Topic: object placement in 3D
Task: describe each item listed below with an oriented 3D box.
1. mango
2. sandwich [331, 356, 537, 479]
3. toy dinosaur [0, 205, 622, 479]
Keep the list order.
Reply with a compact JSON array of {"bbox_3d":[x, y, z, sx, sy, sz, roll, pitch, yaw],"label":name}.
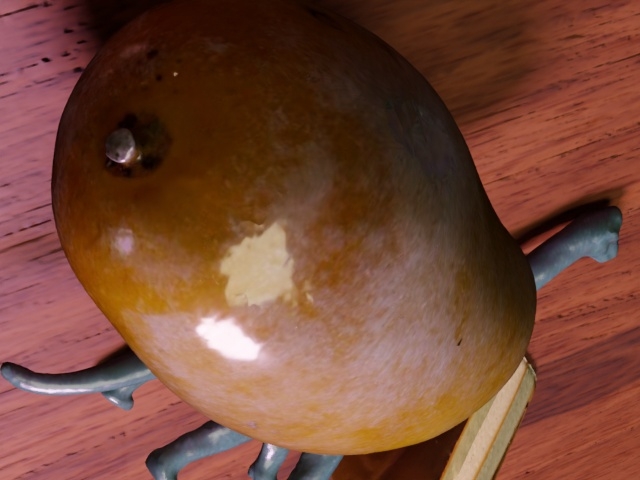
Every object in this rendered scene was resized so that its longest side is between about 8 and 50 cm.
[{"bbox_3d":[0.000,0.000,0.868,0.199,0.221,0.384,-16,158,29],"label":"mango"},{"bbox_3d":[0.111,0.188,1.254,0.187,0.144,0.117,-33,148,4],"label":"sandwich"},{"bbox_3d":[0.024,0.033,1.054,0.331,0.129,0.383,-46,143,4],"label":"toy dinosaur"}]
